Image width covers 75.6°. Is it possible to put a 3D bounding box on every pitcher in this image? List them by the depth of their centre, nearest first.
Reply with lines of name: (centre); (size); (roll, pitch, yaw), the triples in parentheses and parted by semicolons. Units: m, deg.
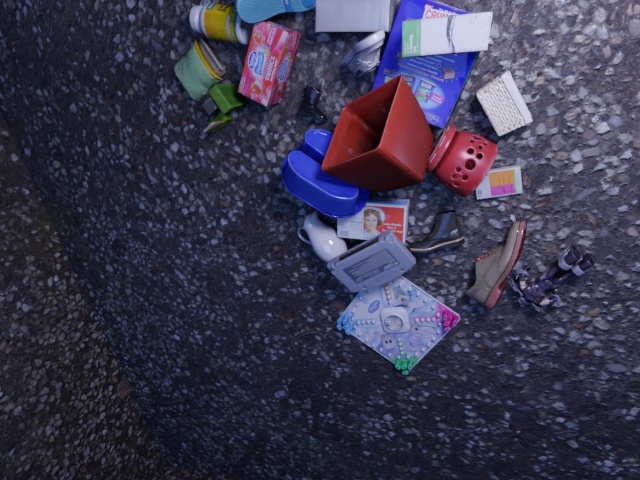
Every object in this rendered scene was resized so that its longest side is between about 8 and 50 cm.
pitcher: (0.000, 0.000, 1.679); (0.207, 0.125, 0.178); (50, 145, 2)

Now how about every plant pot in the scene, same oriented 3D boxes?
plant pot: (0.202, -0.298, 1.303); (0.235, 0.267, 0.267); (30, 157, -30)
plant pot: (0.440, -0.259, 1.328); (0.174, 0.191, 0.191); (27, 120, 2)

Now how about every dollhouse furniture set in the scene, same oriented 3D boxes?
dollhouse furniture set: (-0.450, -0.582, 1.554); (0.197, 0.151, 0.302); (-29, 100, 29)

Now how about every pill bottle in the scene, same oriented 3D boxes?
pill bottle: (-0.346, -0.765, 1.450); (0.208, 0.117, 0.118); (16, 118, 15)

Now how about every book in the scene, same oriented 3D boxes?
book: (0.600, -0.195, 1.395); (0.144, 0.035, 0.096); (-6, 114, 24)

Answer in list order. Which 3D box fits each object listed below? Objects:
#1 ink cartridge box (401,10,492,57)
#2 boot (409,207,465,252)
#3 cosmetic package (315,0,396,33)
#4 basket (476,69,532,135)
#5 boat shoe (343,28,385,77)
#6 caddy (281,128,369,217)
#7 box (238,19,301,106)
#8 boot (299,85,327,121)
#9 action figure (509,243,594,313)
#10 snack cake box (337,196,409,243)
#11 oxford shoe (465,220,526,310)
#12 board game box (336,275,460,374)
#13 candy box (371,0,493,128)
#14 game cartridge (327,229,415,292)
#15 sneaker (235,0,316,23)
ink cartridge box: (0.340, -0.552, 1.115); (0.219, 0.160, 0.093); (4, 116, 19)
boot: (0.417, -0.037, 1.523); (0.197, 0.077, 0.137); (-14, 103, 12)
cosmetic package: (0.111, -0.704, 1.296); (0.237, 0.127, 0.107); (7, 116, 20)
basket: (0.560, -0.418, 1.263); (0.103, 0.113, 0.167); (-26, 102, 33)
boat shoe: (0.143, -0.569, 1.282); (0.096, 0.267, 0.088); (-35, 104, -10)
caddy: (0.025, -0.232, 1.480); (0.341, 0.241, 0.179); (33, 156, 5)
box: (-0.181, -0.621, 1.449); (0.128, 0.123, 0.257); (28, 120, 8)
boot: (-0.017, -0.495, 1.491); (0.121, 0.045, 0.099); (26, 117, 9)
action figure: (0.796, 0.140, 1.440); (0.185, 0.099, 0.285); (36, 125, -6)
snack cake box: (0.198, -0.084, 1.569); (0.264, 0.089, 0.152); (6, 114, 18)
oxford shoe: (0.619, 0.078, 1.466); (0.130, 0.123, 0.349); (27, 114, 27)
board game box: (0.313, 0.347, 1.746); (0.389, 0.050, 0.390); (34, 121, 4)
candy box: (0.334, -0.552, 1.282); (0.268, 0.122, 0.317); (25, 121, 10)
game cartridge: (0.199, 0.091, 1.576); (0.297, 0.062, 0.198); (-29, 127, 28)
sneaker: (-0.137, -0.835, 1.338); (0.318, 0.208, 0.127); (-16, 148, -7)
